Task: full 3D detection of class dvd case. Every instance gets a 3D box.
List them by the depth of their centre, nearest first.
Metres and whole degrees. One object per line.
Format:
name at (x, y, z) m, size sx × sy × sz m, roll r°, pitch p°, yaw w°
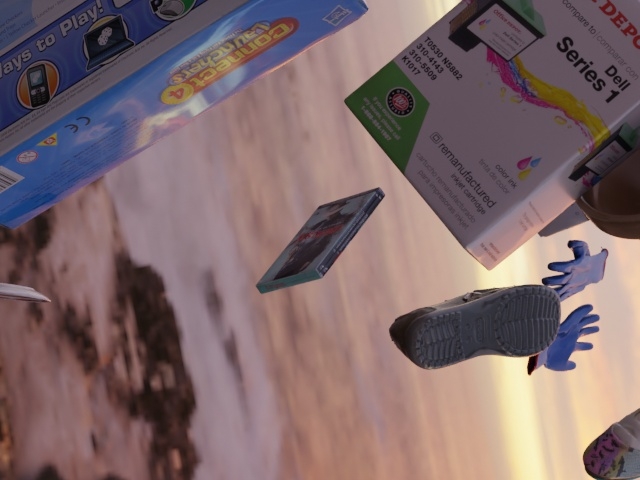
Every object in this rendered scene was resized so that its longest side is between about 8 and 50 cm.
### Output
dvd case at (0.000, 0.000, 1.335) m, size 0.013 × 0.087 × 0.119 m, roll 54°, pitch 51°, yaw -18°

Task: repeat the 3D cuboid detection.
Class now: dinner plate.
dinner plate at (-0.437, 0.069, 2.000) m, size 0.141 × 0.141 × 0.017 m, roll 53°, pitch 42°, yaw -79°

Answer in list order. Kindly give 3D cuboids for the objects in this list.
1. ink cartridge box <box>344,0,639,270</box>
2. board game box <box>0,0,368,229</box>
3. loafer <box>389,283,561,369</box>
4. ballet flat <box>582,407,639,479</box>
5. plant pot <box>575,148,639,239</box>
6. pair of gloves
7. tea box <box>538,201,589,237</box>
ink cartridge box at (0.198, -0.140, 1.420) m, size 0.201 × 0.278 × 0.117 m, roll 52°, pitch 6°, yaw 21°
board game box at (-0.160, -0.214, 1.026) m, size 0.086 × 0.308 × 0.302 m, roll 32°, pitch 32°, yaw -59°
loafer at (0.188, 0.096, 1.783) m, size 0.087 × 0.251 × 0.094 m, roll 17°, pitch -73°, yaw 53°
ballet flat at (0.410, 0.234, 1.768) m, size 0.077 × 0.221 × 0.079 m, roll 52°, pitch -45°, yaw 43°
plant pot at (0.374, -0.071, 1.437) m, size 0.110 × 0.237 × 0.237 m, roll 48°, pitch 19°, yaw -26°
pair of gloves at (0.330, 0.088, 1.931) m, size 0.159 × 0.023 × 0.198 m, roll -15°, pitch 120°, yaw -49°
tea box at (0.406, -0.225, 2.017) m, size 0.220 × 0.323 × 0.329 m, roll 52°, pitch 33°, yaw -24°
